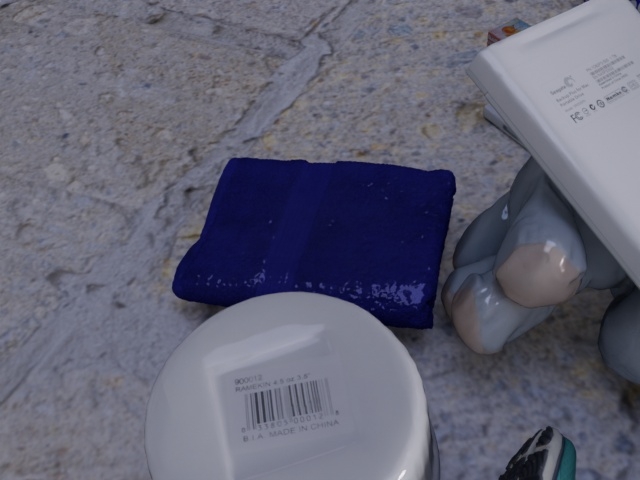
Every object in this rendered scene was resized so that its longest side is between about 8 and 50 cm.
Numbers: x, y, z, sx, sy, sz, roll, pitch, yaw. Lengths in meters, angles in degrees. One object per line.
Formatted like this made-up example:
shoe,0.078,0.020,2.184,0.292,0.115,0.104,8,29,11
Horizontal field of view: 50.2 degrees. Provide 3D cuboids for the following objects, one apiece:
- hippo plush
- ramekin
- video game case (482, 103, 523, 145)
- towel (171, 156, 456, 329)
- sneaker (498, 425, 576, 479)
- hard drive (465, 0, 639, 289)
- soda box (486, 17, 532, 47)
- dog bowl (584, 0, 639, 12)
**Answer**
hippo plush,0.283,0.030,0.714,0.236,0.234,0.294,29,61,-2
ramekin,-0.027,0.180,0.634,0.277,0.135,0.277,-4,49,5
video game case,0.359,-0.179,0.965,0.190,0.022,0.173,-28,52,-16
towel,0.000,0.000,0.824,0.308,0.076,0.228,5,53,18
sneaker,0.185,0.291,0.553,0.109,0.107,0.275,17,56,-3
hard drive,0.297,-0.077,0.612,0.203,0.040,0.308,-28,76,-25
soda box,0.318,-0.244,0.971,0.058,0.063,0.183,-28,52,-16
dog bowl,0.568,-0.430,1.098,0.264,0.104,0.265,-4,49,5
